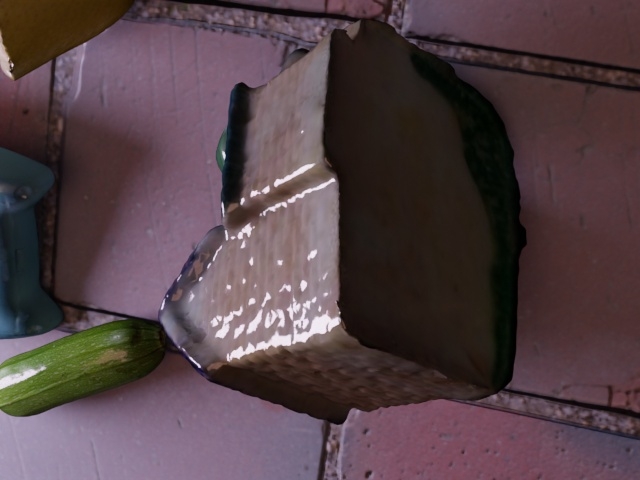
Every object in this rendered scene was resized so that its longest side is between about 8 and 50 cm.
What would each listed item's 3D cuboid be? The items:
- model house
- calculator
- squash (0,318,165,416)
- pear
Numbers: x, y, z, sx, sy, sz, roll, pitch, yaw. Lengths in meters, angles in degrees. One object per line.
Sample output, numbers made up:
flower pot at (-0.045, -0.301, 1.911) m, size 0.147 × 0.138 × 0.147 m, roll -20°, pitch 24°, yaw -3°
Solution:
model house at (-0.002, 0.000, 1.015) m, size 0.284 × 0.243 × 0.298 m, roll -20°, pitch 56°, yaw 40°
calculator at (-0.461, -0.013, 1.176) m, size 0.386 × 0.054 × 0.256 m, roll 11°, pitch 124°, yaw 9°
squash at (-0.262, 0.135, 1.190) m, size 0.219 × 0.077 × 0.068 m, roll -20°, pitch 90°, yaw 18°
pear at (-0.238, -0.284, 1.037) m, size 0.178 × 0.267 × 0.266 m, roll -15°, pitch 100°, yaw -12°
